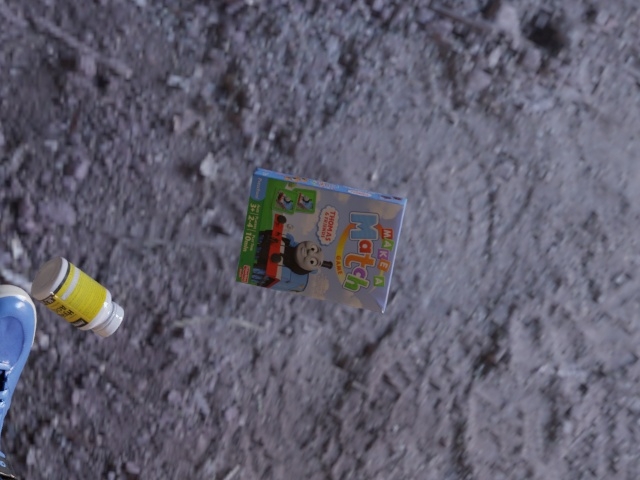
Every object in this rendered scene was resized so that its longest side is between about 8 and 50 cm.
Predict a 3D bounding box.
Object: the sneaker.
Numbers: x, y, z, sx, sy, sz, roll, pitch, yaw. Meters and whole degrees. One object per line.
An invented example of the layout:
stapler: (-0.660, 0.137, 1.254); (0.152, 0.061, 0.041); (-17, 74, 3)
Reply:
sneaker: (-0.191, 0.106, 0.777); (0.058, 0.152, 0.084); (20, 15, -44)

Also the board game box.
board game box: (0.000, 0.000, 1.896); (0.211, 0.160, 0.039); (11, 18, 4)

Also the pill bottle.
pill bottle: (-0.316, 0.077, 1.812); (0.116, 0.065, 0.065); (39, 53, -30)
